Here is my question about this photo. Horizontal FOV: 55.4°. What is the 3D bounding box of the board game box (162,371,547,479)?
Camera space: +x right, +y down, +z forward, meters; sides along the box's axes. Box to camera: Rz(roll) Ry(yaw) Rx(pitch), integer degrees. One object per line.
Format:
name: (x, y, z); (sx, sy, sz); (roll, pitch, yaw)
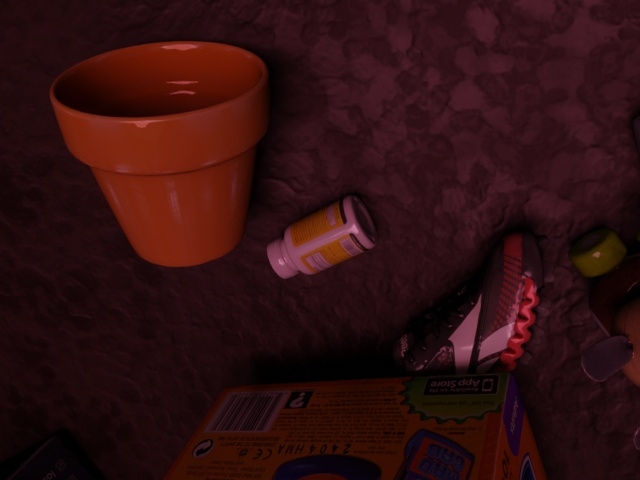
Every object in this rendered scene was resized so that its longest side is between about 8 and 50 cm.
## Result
board game box: (0.036, 0.389, 0.600); (0.357, 0.356, 0.356); (-10, 116, 29)

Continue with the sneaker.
sneaker: (0.154, 0.107, 0.666); (0.135, 0.097, 0.276); (18, 114, 5)

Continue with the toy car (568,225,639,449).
toy car: (0.296, 0.090, 0.556); (0.155, 0.188, 0.149); (51, 147, -7)

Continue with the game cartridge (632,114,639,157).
game cartridge: (0.439, -0.039, 0.566); (0.196, 0.060, 0.294); (-36, 97, 19)

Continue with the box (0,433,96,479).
box: (-0.432, 0.618, 0.795); (0.297, 0.480, 0.471); (-32, 98, 24)

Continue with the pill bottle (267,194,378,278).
pill bottle: (0.000, 0.000, 0.686); (0.116, 0.065, 0.065); (-25, 101, 21)

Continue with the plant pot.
plant pot: (-0.149, -0.083, 0.637); (0.205, 0.205, 0.187); (7, 127, 12)
